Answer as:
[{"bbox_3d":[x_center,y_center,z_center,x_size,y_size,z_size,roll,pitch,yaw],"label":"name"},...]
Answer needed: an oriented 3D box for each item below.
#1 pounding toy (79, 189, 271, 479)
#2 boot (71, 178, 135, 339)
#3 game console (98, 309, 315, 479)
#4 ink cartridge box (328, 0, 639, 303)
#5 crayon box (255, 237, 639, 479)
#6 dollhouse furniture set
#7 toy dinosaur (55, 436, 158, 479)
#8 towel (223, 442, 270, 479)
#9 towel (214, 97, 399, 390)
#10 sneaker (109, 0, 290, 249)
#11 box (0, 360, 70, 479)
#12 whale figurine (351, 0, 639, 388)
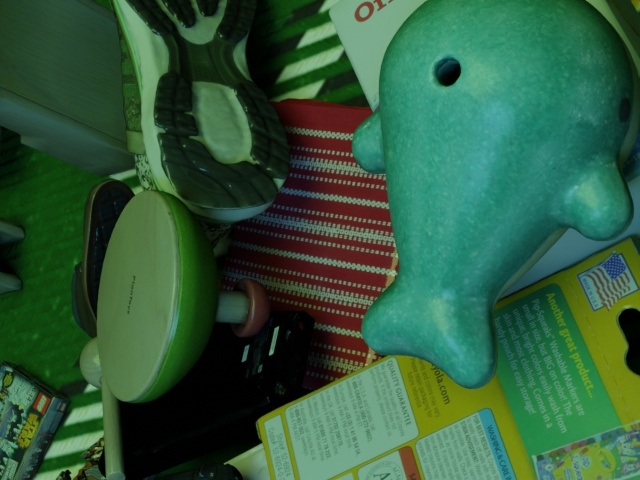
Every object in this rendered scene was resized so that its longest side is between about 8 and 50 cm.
[{"bbox_3d":[-0.122,0.075,1.146,0.237,0.110,0.183,-66,32,28],"label":"pounding toy"},{"bbox_3d":[-0.217,0.028,1.273,0.106,0.082,0.219,29,131,44],"label":"boot"},{"bbox_3d":[-0.119,0.213,1.090,0.213,0.044,0.361,-26,35,34],"label":"game console"},{"bbox_3d":[0.172,-0.105,1.034,0.198,0.197,0.270,-33,61,22],"label":"ink cartridge box"},{"bbox_3d":[0.126,0.160,0.948,0.323,0.083,0.203,-28,46,12],"label":"crayon box"},{"bbox_3d":[-0.413,-0.144,1.391,0.394,0.256,0.362,-12,69,30],"label":"dollhouse furniture set"},{"bbox_3d":[-0.245,0.344,1.237,0.218,0.164,0.322,43,120,49],"label":"toy dinosaur"},{"bbox_3d":[0.082,0.247,1.004,0.317,0.053,0.332,-30,46,10],"label":"towel"},{"bbox_3d":[0.000,0.000,1.219,0.198,0.031,0.275,9,82,35],"label":"towel"},{"bbox_3d":[-0.151,-0.145,1.296,0.182,0.158,0.410,122,147,-43],"label":"sneaker"},{"bbox_3d":[-0.329,0.208,1.373,0.094,0.027,0.137,25,90,35],"label":"box"},{"bbox_3d":[0.098,-0.045,0.859,0.216,0.141,0.272,21,91,34],"label":"whale figurine"}]
